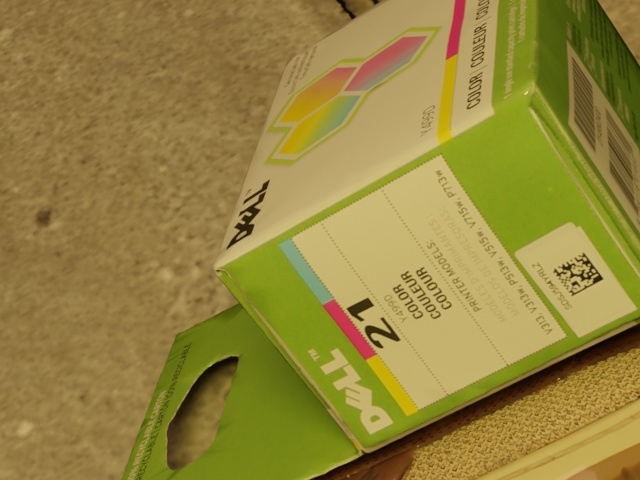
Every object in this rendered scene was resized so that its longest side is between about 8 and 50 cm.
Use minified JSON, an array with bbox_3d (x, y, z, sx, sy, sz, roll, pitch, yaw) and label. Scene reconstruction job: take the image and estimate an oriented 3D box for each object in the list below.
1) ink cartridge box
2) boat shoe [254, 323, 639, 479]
[{"bbox_3d":[0.000,0.000,0.645,0.255,0.097,0.189,-29,22,21],"label":"ink cartridge box"},{"bbox_3d":[0.120,0.058,0.623,0.342,0.123,0.123,-30,48,4],"label":"boat shoe"}]
